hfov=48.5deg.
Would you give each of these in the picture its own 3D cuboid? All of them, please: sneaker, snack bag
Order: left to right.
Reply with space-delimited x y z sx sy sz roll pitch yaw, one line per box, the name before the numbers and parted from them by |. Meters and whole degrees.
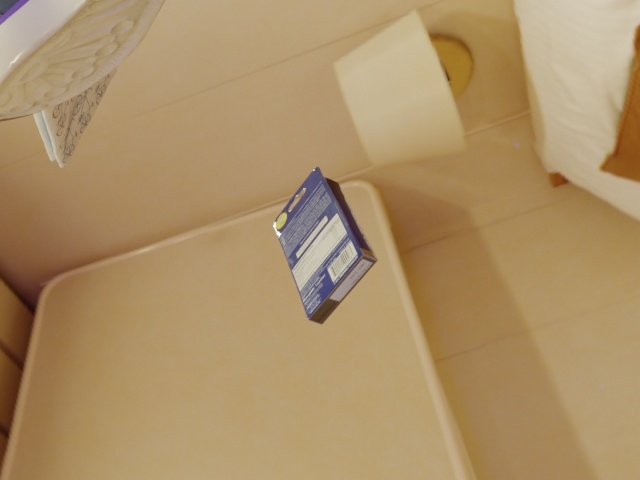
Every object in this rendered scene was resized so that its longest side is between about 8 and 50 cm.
sneaker | -0.231 -0.270 0.564 0.236 0.322 0.130 59 -145 3
snack bag | -0.289 -0.294 0.924 0.323 0.037 0.343 133 157 -70

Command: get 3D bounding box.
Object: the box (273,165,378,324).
box | 0.000 0.000 1.080 0.036 0.136 0.225 20 -150 -35
